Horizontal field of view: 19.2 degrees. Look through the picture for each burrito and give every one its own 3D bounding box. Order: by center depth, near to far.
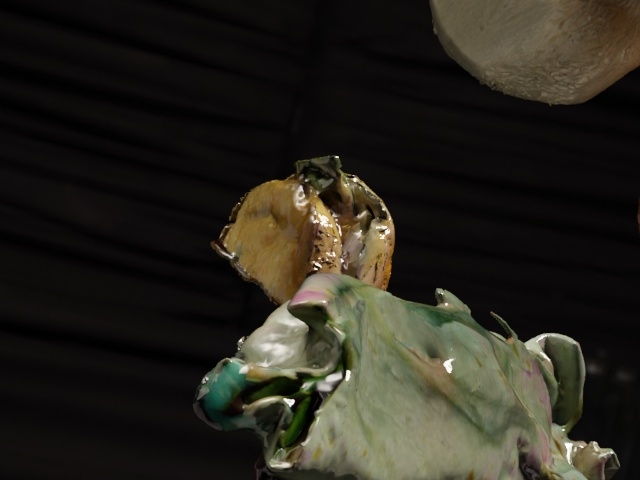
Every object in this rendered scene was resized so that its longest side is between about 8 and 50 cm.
[{"bbox_3d":[0.043,0.069,0.796,0.309,0.066,0.096,14,53,-59],"label":"burrito"}]

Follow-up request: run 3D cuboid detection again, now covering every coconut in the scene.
[{"bbox_3d":[0.227,-0.261,1.756,0.247,0.245,0.245,-47,-155,48],"label":"coconut"}]

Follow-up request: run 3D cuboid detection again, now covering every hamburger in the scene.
[{"bbox_3d":[0.005,-0.004,1.267,0.102,0.087,0.176,-62,-151,6],"label":"hamburger"}]

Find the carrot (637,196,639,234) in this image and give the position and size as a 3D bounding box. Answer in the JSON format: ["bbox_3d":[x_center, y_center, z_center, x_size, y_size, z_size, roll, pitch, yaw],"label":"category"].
[{"bbox_3d":[0.435,-0.032,1.685,0.196,0.254,0.196,39,-40,43],"label":"carrot"}]
